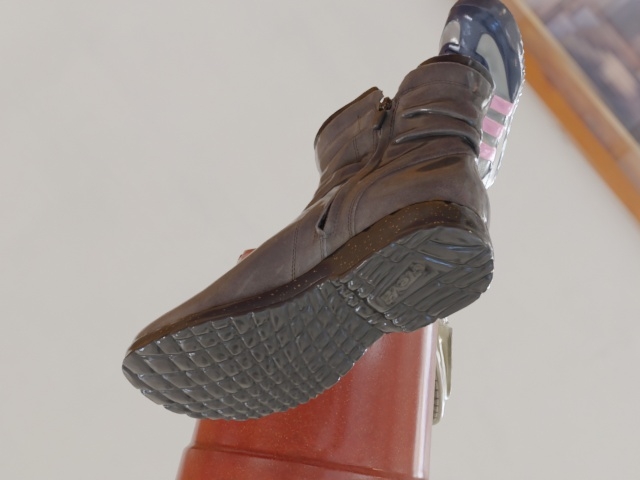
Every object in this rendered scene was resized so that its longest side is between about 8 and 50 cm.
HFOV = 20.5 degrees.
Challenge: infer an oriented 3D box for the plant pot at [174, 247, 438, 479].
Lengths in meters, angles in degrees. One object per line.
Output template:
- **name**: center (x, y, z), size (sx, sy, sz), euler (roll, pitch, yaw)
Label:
- **plant pot**: center (0.000, 0.154, 1.716), size (0.272, 0.272, 0.265), euler (142, -42, -78)

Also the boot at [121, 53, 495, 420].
- **boot**: center (0.000, 0.000, 1.417), size (0.338, 0.118, 0.223), euler (-23, -142, 23)

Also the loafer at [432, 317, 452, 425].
- **loafer**: center (0.119, 0.106, 2.184), size (0.102, 0.268, 0.092), euler (10, -147, 33)

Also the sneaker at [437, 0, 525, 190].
- **sneaker**: center (0.167, -0.149, 2.163), size (0.131, 0.112, 0.319), euler (-41, 147, -39)
